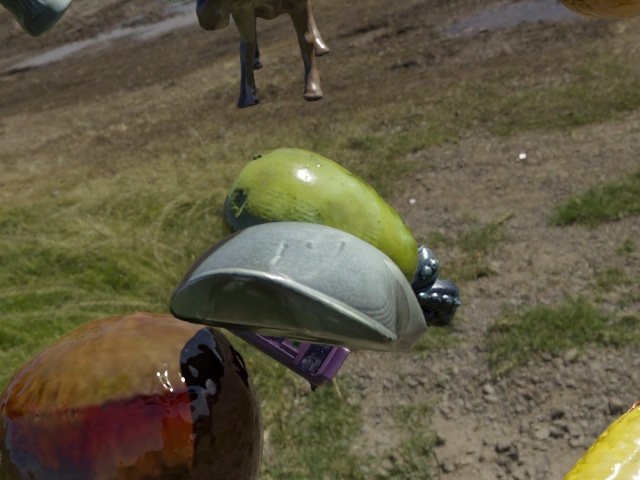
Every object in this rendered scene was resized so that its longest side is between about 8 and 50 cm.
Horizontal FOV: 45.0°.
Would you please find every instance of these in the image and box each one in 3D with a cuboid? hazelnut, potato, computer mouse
[{"bbox_3d":[-0.291,0.317,1.196,0.421,0.421,0.353,-27,1,-16],"label":"hazelnut"},{"bbox_3d":[0.000,-0.002,1.116,0.216,0.304,0.216,-45,28,33],"label":"potato"},{"bbox_3d":[0.003,0.047,0.656,0.167,0.379,0.090,6,79,15],"label":"computer mouse"}]

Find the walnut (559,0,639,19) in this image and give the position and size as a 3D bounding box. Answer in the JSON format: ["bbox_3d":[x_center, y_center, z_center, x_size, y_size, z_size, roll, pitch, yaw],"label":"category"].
[{"bbox_3d":[0.297,-0.287,0.744,0.180,0.144,0.144,-25,29,-15],"label":"walnut"}]

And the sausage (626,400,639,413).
[{"bbox_3d":[0.479,0.249,0.822,0.304,0.121,0.121,21,44,23],"label":"sausage"}]

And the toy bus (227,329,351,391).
[{"bbox_3d":[-0.046,0.103,0.922,0.087,0.178,0.098,-58,7,-4],"label":"toy bus"}]

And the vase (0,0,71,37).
[{"bbox_3d":[-0.387,-0.329,0.872,0.096,0.219,0.096,-27,42,27],"label":"vase"}]

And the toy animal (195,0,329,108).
[{"bbox_3d":[-0.047,-0.185,0.526,0.093,0.186,0.214,-5,32,3],"label":"toy animal"}]

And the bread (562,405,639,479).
[{"bbox_3d":[0.147,0.307,0.525,0.333,0.324,0.143,-35,59,-30],"label":"bread"}]

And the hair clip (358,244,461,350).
[{"bbox_3d":[0.144,0.104,1.676,0.310,0.206,0.194,-10,13,-29],"label":"hair clip"}]

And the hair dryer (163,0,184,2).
[{"bbox_3d":[-0.088,-0.242,0.688,0.044,0.183,0.155,-19,62,24],"label":"hair dryer"}]
